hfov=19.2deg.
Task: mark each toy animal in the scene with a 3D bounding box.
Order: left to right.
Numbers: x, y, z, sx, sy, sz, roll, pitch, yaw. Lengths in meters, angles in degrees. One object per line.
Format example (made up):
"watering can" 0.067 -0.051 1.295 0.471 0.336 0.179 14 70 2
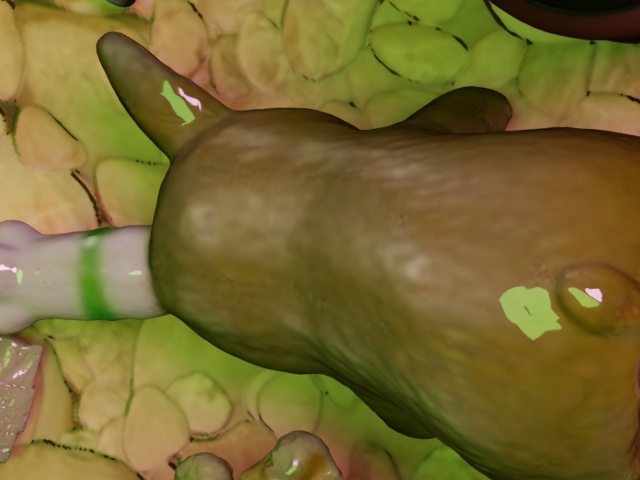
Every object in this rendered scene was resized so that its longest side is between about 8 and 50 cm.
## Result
"toy animal" 0.016 0.003 0.911 0.363 0.180 0.181 16 94 34

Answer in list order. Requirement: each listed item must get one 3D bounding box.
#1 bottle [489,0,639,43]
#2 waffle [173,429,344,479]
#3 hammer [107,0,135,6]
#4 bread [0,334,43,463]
"bottle" 0.119 -0.145 0.767 0.144 0.336 0.144 2 99 14
"waffle" -0.020 0.252 0.955 0.297 0.073 0.317 -34 101 26
"hammer" -0.031 -0.241 0.950 0.111 0.033 0.288 40 105 7
"bread" -0.238 0.060 1.043 0.152 0.105 0.077 17 102 -21
